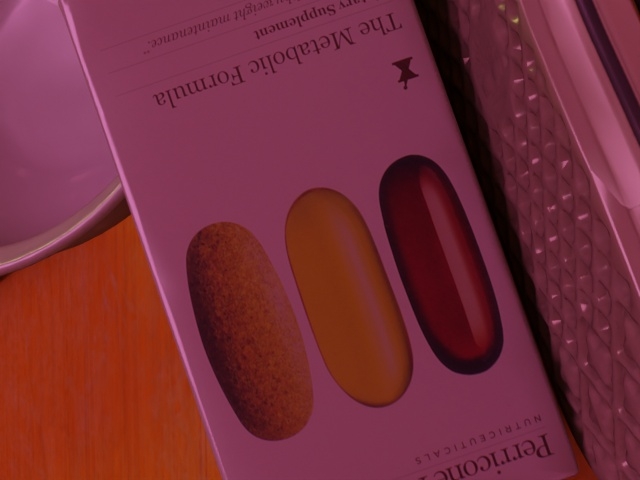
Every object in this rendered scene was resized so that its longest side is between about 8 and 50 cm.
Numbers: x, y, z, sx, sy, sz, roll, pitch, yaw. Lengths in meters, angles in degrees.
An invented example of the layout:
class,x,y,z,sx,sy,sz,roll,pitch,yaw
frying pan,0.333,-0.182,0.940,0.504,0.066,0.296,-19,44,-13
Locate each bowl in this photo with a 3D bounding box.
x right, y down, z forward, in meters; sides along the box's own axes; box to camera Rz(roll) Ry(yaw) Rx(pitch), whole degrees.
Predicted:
class,x,y,z,sx,sy,sz,roll,pitch,yaw
bowl,-0.173,-0.113,0.723,0.297,0.134,0.298,-4,79,19

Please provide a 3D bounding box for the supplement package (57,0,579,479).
class,x,y,z,sx,sy,sz,roll,pitch,yaw
supplement package,0.000,0.000,0.535,0.134,0.139,0.244,71,179,-87

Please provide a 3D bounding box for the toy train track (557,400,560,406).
class,x,y,z,sx,sy,sz,roll,pitch,yaw
toy train track,0.132,0.047,0.590,0.048,0.014,0.083,41,120,43

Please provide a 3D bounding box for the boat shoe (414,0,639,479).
class,x,y,z,sx,sy,sz,roll,pitch,yaw
boat shoe,0.117,-0.147,0.479,0.187,0.156,0.500,110,144,-77
